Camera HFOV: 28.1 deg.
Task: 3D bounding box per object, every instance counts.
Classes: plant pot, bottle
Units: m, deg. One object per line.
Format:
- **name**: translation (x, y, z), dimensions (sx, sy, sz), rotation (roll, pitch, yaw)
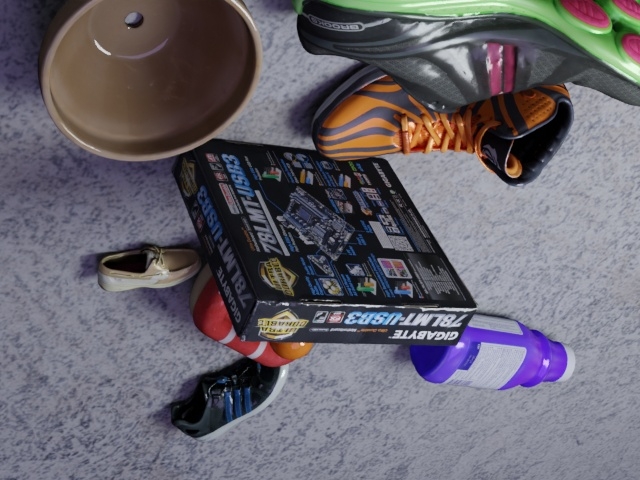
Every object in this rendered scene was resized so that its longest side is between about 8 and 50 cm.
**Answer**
- **plant pot**: translation (-0.189, -0.207, 1.365), dimensions (0.237, 0.110, 0.237), rotation (-14, 137, -13)
- **bottle**: translation (0.278, 0.178, 2.008), dimensions (0.283, 0.092, 0.118), rotation (10, 129, -33)

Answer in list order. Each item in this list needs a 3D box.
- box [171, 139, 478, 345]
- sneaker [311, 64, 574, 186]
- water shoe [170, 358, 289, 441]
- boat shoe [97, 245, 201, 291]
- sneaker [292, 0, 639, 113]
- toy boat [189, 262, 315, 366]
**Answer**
- **box**: translation (0.000, 0.000, 1.533), dimensions (0.293, 0.295, 0.073), rotation (2, 130, -29)
- **sneaker**: translation (0.158, -0.140, 1.551), dimensions (0.321, 0.180, 0.124), rotation (-20, 139, -7)
- **water shoe**: translation (-0.133, 0.224, 1.870), dimensions (0.203, 0.073, 0.080), rotation (-42, 134, 18)
- **boat shoe**: translation (-0.219, 0.032, 1.644), dimensions (0.135, 0.050, 0.045), rotation (-13, 143, -14)
- **sneaker**: translation (0.194, -0.246, 1.464), dimensions (0.483, 0.185, 0.202), rotation (13, 146, -15)
- **toy boat**: translation (-0.062, 0.102, 1.701), dimensions (0.151, 0.151, 0.231), rotation (-52, 134, 6)
